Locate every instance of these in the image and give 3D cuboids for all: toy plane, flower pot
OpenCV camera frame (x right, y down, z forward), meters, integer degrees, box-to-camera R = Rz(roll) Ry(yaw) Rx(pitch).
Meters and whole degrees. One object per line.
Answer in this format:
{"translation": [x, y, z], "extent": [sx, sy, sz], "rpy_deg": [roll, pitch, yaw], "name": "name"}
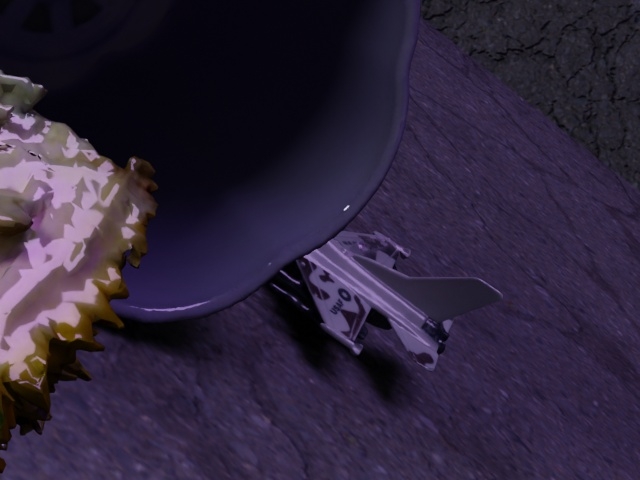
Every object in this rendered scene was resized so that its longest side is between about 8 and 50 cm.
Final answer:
{"translation": [-0.001, 0.015, 1.028], "extent": [0.234, 0.082, 0.160], "rpy_deg": [26, 27, 4], "name": "toy plane"}
{"translation": [-0.116, -0.119, 0.872], "extent": [0.265, 0.265, 0.243], "rpy_deg": [26, 7, -38], "name": "flower pot"}

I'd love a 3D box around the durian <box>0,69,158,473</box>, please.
{"translation": [-0.211, 0.038, 0.403], "extent": [0.305, 0.185, 0.196], "rpy_deg": [21, 37, -21], "name": "durian"}
